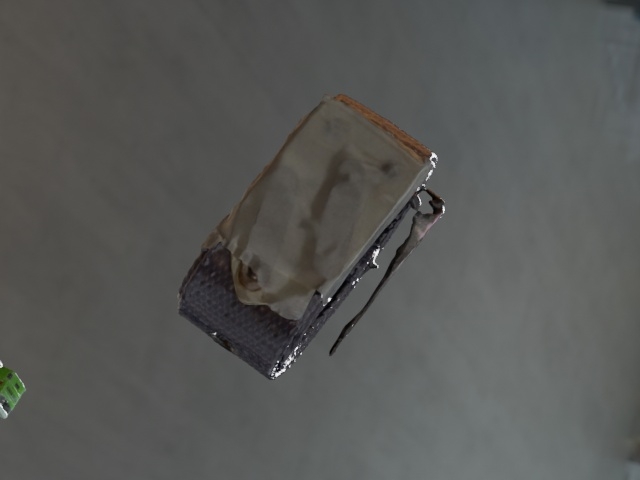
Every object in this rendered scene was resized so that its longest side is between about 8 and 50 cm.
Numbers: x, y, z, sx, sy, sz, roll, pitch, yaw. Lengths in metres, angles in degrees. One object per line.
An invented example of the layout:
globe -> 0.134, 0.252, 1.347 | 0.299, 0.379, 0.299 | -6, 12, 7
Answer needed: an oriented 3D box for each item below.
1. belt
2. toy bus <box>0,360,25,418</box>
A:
belt -> 0.000, 0.000, 1.389 | 0.230, 0.126, 0.139 | -51, 170, -24
toy bus -> -0.266, 0.107, 1.357 | 0.037, 0.083, 0.031 | -62, 149, -29
